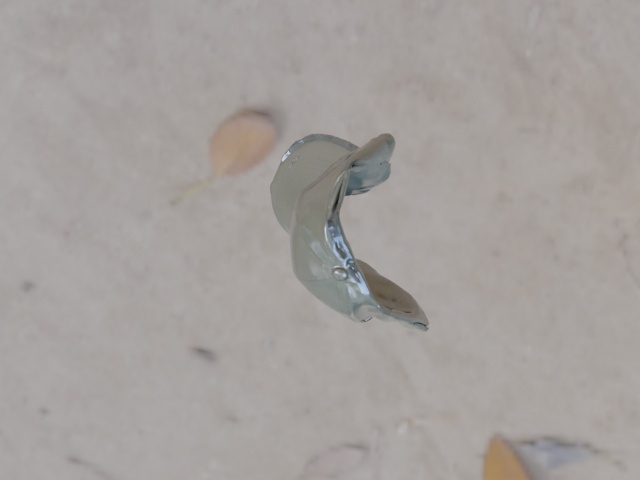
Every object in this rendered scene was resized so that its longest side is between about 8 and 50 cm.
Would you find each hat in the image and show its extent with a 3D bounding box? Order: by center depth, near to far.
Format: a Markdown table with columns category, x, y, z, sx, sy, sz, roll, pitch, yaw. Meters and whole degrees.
| category | x | y | z | sx | sy | sz | roll | pitch | yaw |
| --- | --- | --- | --- | --- | --- | --- | --- | --- | --- |
| hat | 0.000 | 0.000 | 1.215 | 0.085 | 0.175 | 0.147 | -25 | 111 | -24 |
